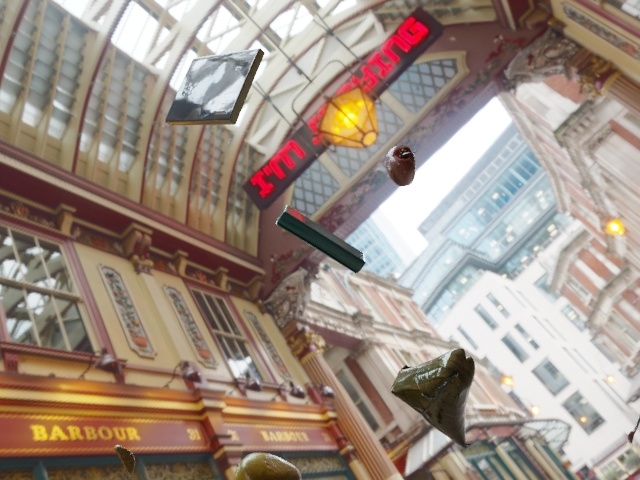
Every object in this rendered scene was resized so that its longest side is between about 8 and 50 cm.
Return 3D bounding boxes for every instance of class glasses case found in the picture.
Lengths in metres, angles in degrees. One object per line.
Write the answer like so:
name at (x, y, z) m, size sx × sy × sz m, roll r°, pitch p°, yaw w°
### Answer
glasses case at (0.000, 0.001, 1.754) m, size 0.070 × 0.301 × 0.117 m, roll -55°, pitch 7°, yaw 12°

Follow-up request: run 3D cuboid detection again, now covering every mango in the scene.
mango at (-0.136, 0.625, 1.459) m, size 0.195 × 0.137 × 0.098 m, roll 23°, pitch -81°, yaw -29°

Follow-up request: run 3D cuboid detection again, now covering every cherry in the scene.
cherry at (0.232, -0.212, 1.605) m, size 0.086 × 0.106 × 0.126 m, roll 2°, pitch -61°, yaw 8°

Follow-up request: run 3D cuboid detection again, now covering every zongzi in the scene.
zongzi at (0.315, 0.378, 1.277) m, size 0.115 × 0.256 × 0.228 m, roll -42°, pitch 0°, yaw -39°

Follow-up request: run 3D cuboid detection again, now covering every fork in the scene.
fork at (0.573, 0.335, 1.004) m, size 0.012 × 0.016 × 0.115 m, roll -12°, pitch 25°, yaw 48°

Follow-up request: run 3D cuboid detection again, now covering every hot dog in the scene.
hot dog at (-0.533, 0.598, 1.526) m, size 0.034 × 0.090 × 0.030 m, roll -26°, pitch -2°, yaw -37°

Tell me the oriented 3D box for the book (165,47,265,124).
book at (-0.259, -0.365, 1.335) m, size 0.025 × 0.269 × 0.191 m, roll 32°, pitch -107°, yaw -45°
